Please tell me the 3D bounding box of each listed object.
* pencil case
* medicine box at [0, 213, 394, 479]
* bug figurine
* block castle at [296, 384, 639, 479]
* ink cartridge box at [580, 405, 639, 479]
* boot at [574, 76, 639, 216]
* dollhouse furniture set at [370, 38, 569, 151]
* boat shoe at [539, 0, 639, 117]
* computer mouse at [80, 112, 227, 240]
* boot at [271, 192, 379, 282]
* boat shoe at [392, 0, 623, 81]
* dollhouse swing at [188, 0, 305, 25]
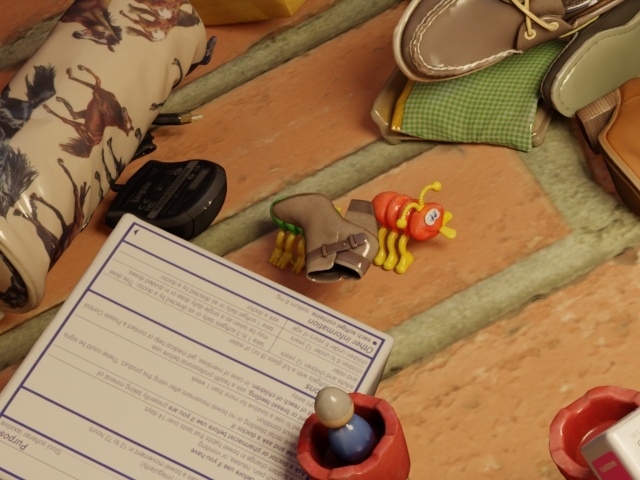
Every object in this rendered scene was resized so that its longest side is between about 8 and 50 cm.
[{"bbox_3d":[-0.273,-0.111,2.021,0.160,0.183,0.410,17,58,23],"label":"pencil case"},{"bbox_3d":[-0.121,0.166,1.579,0.263,0.149,0.289,25,55,8],"label":"medicine box"},{"bbox_3d":[-0.005,0.031,1.826,0.216,0.072,0.279,14,53,41],"label":"bug figurine"},{"bbox_3d":[0.073,0.309,1.318,0.303,0.213,0.453,-3,46,28],"label":"block castle"},{"bbox_3d":[0.339,0.220,1.273,0.185,0.065,0.311,-30,78,-24],"label":"ink cartridge box"},{"bbox_3d":[0.338,-0.107,1.780,0.152,0.073,0.197,-25,36,4],"label":"boot"},{"bbox_3d":[0.175,-0.249,1.982,0.197,0.151,0.301,2,46,33],"label":"dollhouse furniture set"},{"bbox_3d":[0.299,-0.202,1.917,0.227,0.081,0.068,-38,35,-26],"label":"boat shoe"},{"bbox_3d":[-0.162,-0.066,2.052,0.262,0.060,0.184,0,47,47],"label":"computer mouse"},{"bbox_3d":[0.000,0.000,1.768,0.118,0.042,0.087,-2,53,24],"label":"boot"},{"bbox_3d":[0.223,-0.254,1.867,0.324,0.117,0.097,-28,19,-7],"label":"boat shoe"},{"bbox_3d":[-0.073,-0.486,2.215,0.315,0.305,0.347,4,52,55],"label":"dollhouse swing"}]
